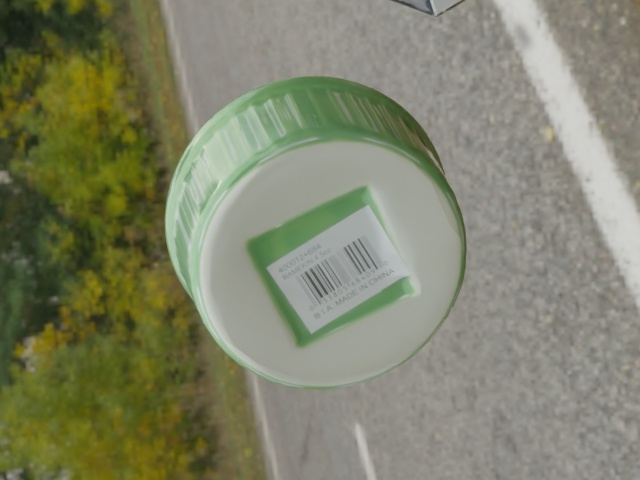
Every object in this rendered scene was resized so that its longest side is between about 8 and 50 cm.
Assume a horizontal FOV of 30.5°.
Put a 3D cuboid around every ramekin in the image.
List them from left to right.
[{"bbox_3d":[0.000,0.000,1.177,0.148,0.303,0.304,-116,23,-66],"label":"ramekin"}]

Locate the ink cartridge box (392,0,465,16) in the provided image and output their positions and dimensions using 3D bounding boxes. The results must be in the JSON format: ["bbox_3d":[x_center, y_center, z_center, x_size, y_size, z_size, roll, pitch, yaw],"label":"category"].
[{"bbox_3d":[0.007,-0.391,1.139,0.303,0.072,0.307,37,157,52],"label":"ink cartridge box"}]
